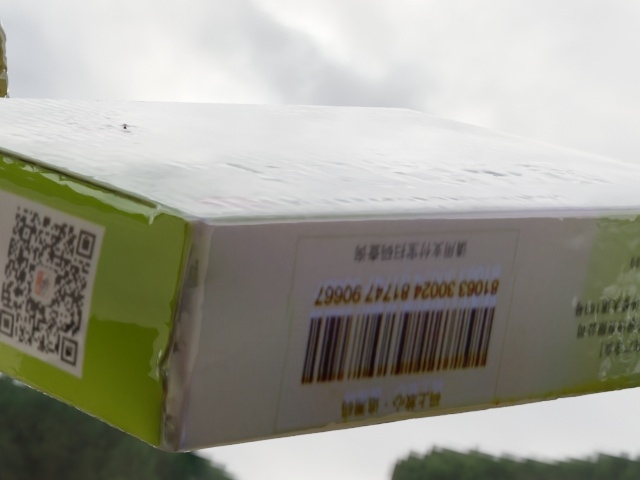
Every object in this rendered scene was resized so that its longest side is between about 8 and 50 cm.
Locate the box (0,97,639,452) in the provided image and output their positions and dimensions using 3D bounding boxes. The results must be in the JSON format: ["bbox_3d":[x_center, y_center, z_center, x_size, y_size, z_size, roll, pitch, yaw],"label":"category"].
[{"bbox_3d":[-0.001,-0.001,0.568,0.260,0.062,0.175,-1,14,-45],"label":"box"}]

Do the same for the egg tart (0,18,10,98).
[{"bbox_3d":[-0.309,-0.104,1.091,0.132,0.341,0.341,-6,-36,45],"label":"egg tart"}]
